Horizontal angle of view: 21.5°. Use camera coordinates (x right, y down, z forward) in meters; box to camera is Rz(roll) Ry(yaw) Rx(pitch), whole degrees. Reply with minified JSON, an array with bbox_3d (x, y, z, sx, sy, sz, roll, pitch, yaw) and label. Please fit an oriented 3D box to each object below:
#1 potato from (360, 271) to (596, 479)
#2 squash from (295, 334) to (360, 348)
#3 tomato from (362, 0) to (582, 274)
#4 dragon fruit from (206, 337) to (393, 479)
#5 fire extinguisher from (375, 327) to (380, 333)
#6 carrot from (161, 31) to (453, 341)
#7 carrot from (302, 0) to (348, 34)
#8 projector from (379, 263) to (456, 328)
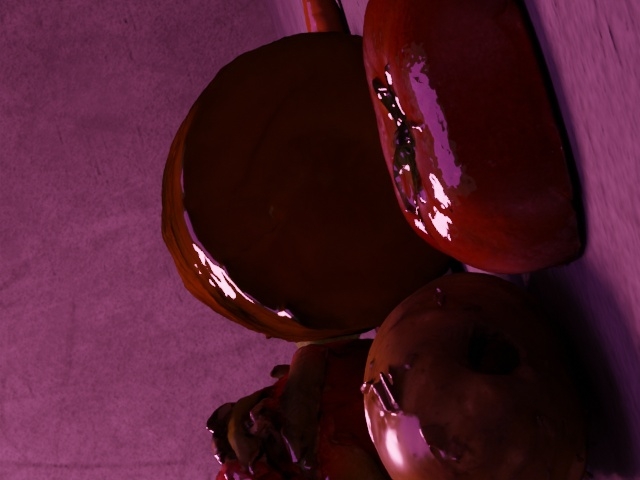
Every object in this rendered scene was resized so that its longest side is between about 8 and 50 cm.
[{"bbox_3d":[0.101,0.107,1.113,0.300,0.140,0.173,17,-125,-83],"label":"potato"},{"bbox_3d":[0.000,0.000,1.759,0.101,0.101,0.379,-111,13,-54],"label":"squash"},{"bbox_3d":[0.080,-0.075,0.989,0.225,0.085,0.225,165,90,-86],"label":"tomato"},{"bbox_3d":[0.048,0.190,1.356,0.302,0.231,0.237,27,-126,-47],"label":"dragon fruit"},{"bbox_3d":[0.096,0.076,2.020,0.268,0.072,0.089,-114,43,-73],"label":"fire extinguisher"},{"bbox_3d":[-0.006,-0.035,1.346,0.340,0.241,0.242,161,91,-83],"label":"carrot"},{"bbox_3d":[0.019,-0.186,1.937,0.069,0.069,0.336,-118,14,-78],"label":"carrot"},{"bbox_3d":[0.098,0.073,1.674,0.257,0.079,0.259,75,177,-54],"label":"projector"}]
